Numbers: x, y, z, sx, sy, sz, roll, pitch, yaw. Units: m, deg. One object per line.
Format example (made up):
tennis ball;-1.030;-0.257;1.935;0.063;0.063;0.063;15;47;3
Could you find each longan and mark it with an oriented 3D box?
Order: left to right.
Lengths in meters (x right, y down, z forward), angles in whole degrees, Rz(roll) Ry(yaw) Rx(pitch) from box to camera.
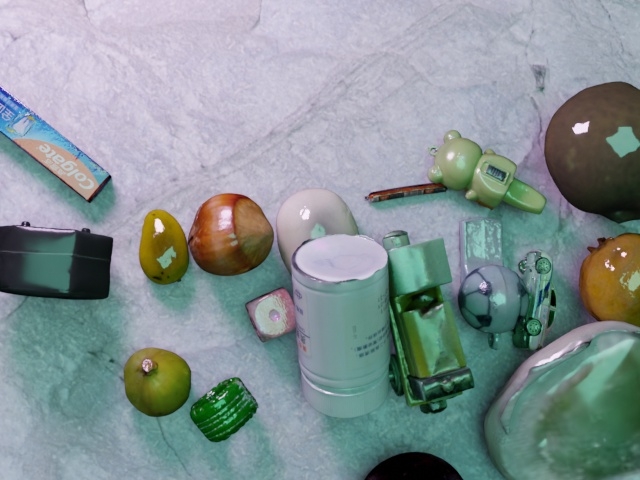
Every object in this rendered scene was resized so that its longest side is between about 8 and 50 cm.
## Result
longan;0.650;-0.187;1.916;0.350;0.288;0.288;21;84;-20

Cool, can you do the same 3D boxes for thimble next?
thimble;-0.196;0.345;1.825;0.130;0.118;0.090;-34;97;9

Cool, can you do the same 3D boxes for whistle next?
whistle;0.362;-0.138;1.946;0.288;0.106;0.131;27;74;-5
whistle;0.370;0.091;1.911;0.163;0.163;0.290;-2;87;-9

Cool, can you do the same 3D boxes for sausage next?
sausage;0.193;-0.107;1.959;0.198;0.025;0.028;-9;120;-9

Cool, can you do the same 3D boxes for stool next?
stool;-0.528;0.042;1.738;0.232;0.232;0.141;5;86;-9

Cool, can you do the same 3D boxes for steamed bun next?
steamed bun;0.000;0.000;1.869;0.177;0.131;0.228;-11;86;-11

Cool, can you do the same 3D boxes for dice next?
dice;-0.100;0.156;1.862;0.093;0.091;0.094;-22;92;-10

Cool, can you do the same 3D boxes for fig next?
fig;-0.334;0.286;1.807;0.136;0.121;0.153;-50;118;-14

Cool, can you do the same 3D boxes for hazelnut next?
hazelnut;-0.183;-0.007;1.828;0.182;0.182;0.182;1;87;-9

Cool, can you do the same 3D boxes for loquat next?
loquat;0.684;0.097;1.944;0.238;0.193;0.238;0;89;-2

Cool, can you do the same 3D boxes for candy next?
candy;0.558;0.378;1.900;0.427;0.186;0.386;-23;99;2

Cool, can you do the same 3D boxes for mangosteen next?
mangosteen;0.218;0.577;1.829;0.302;0.275;0.275;14;84;-41

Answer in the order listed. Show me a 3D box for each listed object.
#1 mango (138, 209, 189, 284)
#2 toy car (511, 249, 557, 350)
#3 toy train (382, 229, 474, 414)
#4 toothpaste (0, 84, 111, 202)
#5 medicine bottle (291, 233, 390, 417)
mango;-0.328;0.012;1.844;0.103;0.076;0.161;-9;80;-3
toy car;0.478;0.133;1.960;0.076;0.090;0.224;12;84;-12
toy train;0.205;0.170;1.832;0.160;0.253;0.397;-12;88;-8
toothpaste;-0.577;-0.206;1.819;0.320;0.066;0.076;39;82;-5
medicine bottle;0.045;0.173;1.773;0.190;0.190;0.332;-9;119;-10
